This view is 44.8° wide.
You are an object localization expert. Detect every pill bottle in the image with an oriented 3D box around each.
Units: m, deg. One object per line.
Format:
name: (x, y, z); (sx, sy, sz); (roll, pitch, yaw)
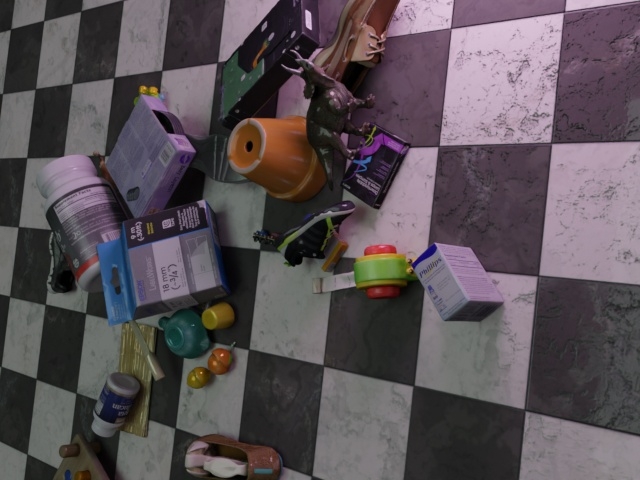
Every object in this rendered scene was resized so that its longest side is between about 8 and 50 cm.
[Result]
pill bottle: (-0.580, 0.463, 2.179); (0.094, 0.094, 0.169); (39, 110, 38)
pill bottle: (-0.660, -0.051, 2.225); (0.210, 0.210, 0.363); (-40, 72, 31)

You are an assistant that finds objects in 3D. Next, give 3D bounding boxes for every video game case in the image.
video game case: (-0.316, 0.132, 2.072); (0.087, 0.011, 0.122); (20, 98, 41)

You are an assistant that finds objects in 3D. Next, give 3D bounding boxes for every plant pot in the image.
plant pot: (-0.107, -0.202, 1.813); (0.205, 0.188, 0.205); (-6, 80, 41)

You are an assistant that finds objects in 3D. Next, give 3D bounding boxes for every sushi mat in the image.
sushi mat: (-0.531, 0.395, 2.222); (0.151, 0.019, 0.317); (3, 86, 41)

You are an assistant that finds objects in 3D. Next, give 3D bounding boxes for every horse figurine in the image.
horse figurine: (-0.657, -0.167, 2.378); (0.174, 0.066, 0.263); (32, 106, 41)

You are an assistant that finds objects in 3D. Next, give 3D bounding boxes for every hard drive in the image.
hard drive: (-0.127, -0.446, 1.886); (0.339, 0.064, 0.237); (-39, 38, 34)

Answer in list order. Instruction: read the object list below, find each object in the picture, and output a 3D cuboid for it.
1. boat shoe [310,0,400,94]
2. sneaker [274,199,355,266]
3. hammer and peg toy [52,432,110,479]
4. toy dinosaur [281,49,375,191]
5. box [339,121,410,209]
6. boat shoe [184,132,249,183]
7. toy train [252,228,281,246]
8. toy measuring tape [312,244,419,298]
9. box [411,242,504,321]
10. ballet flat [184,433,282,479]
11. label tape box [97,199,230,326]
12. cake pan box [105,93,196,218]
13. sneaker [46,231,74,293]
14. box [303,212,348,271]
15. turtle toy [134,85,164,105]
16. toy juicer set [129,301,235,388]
boat shoe: (0.093, -0.431, 1.724); (0.120, 0.122, 0.324); (53, 127, 25)
sneaker: (0.000, -0.010, 1.748); (0.234, 0.084, 0.097); (-29, 89, 36)
hammer and peg toy: (-0.727, 0.777, 2.271); (0.266, 0.127, 0.361); (45, 113, 36)
toy dinosaur: (0.024, -0.268, 1.719); (0.160, 0.121, 0.314); (22, 133, 31)
box: (0.118, -0.165, 1.715); (0.116, 0.029, 0.162); (36, 109, 39)
boat shoe: (-0.266, -0.215, 2.024); (0.320, 0.103, 0.118); (14, 95, 38)
toy train: (-0.109, -0.002, 1.895); (0.158, 0.027, 0.036); (13, 89, 41)
toy measuring tape: (0.079, 0.076, 1.662); (0.330, 0.121, 0.121); (-11, 77, 40)
box: (0.262, 0.082, 1.490); (0.072, 0.126, 0.137); (-45, 57, 30)
ballet flat: (-0.247, 0.537, 1.882); (0.342, 0.124, 0.116); (-3, 82, 42)
label tape box: (-0.422, 0.061, 2.001); (0.333, 0.106, 0.241); (-15, 71, 2)
cake pan box: (-0.460, -0.222, 2.081); (0.246, 0.070, 0.267); (51, 120, 31)
sneaker: (-0.813, 0.061, 2.482); (0.106, 0.078, 0.234); (8, 94, 39)
box: (0.000, 0.000, 1.800); (0.081, 0.028, 0.136); (-56, 50, 21)
turtle toy: (-0.501, -0.399, 2.269); (0.130, 0.066, 0.095); (15, 94, 42)
toy juicer set: (-0.349, 0.283, 2.040); (0.329, 0.089, 0.209); (-11, 90, 32)
